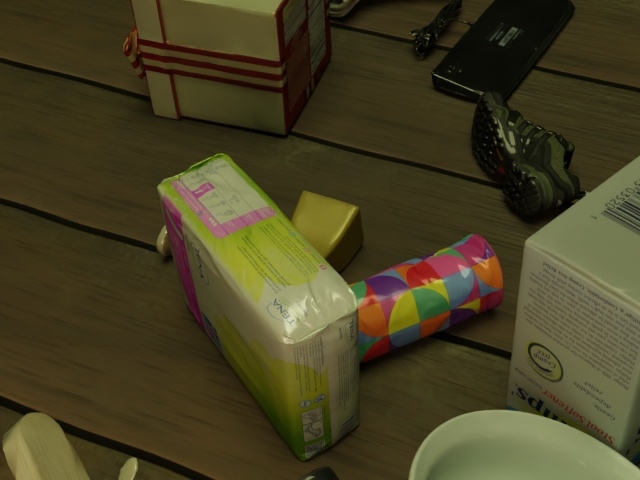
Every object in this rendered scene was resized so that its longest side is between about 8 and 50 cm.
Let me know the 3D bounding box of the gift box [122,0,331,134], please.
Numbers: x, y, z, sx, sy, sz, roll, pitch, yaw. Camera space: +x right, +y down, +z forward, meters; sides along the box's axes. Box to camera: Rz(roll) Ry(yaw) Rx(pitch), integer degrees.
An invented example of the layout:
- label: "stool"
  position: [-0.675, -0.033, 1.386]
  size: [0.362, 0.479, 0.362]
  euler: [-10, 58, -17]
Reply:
- label: "gift box"
  position: [-0.137, -0.347, 1.491]
  size: [0.258, 0.276, 0.255]
  euler: [11, 42, 16]

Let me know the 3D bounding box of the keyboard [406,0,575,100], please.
- label: "keyboard"
  position: [0.269, -0.337, 1.619]
  size: [0.202, 0.033, 0.317]
  euler: [27, 52, 18]

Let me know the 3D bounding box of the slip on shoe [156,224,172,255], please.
- label: "slip on shoe"
  position: [-0.159, -0.020, 1.324]
  size: [0.041, 0.051, 0.135]
  euler: [29, 46, 31]

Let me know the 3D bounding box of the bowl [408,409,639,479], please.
- label: "bowl"
  position: [0.196, 0.305, 0.895]
  size: [0.298, 0.134, 0.298]
  euler: [16, 32, -10]

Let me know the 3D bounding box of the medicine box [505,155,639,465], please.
- label: "medicine box"
  position: [0.342, 0.069, 1.038]
  size: [0.263, 0.289, 0.149]
  euler: [-34, 51, -26]

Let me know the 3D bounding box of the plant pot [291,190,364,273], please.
- label: "plant pot"
  position: [0.000, 0.000, 1.276]
  size: [0.082, 0.081, 0.083]
  euler: [18, 60, 19]

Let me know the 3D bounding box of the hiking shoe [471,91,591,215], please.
- label: "hiking shoe"
  position: [0.291, -0.123, 1.387]
  size: [0.114, 0.086, 0.226]
  euler: [-4, 50, -19]

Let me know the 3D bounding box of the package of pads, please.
- label: "package of pads"
  position: [-0.066, 0.066, 1.109]
  size: [0.101, 0.229, 0.296]
  euler: [-27, 51, -21]

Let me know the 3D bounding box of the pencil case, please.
- label: "pencil case"
  position: [0.102, 0.070, 1.188]
  size: [0.236, 0.104, 0.104]
  euler: [-17, 47, -15]

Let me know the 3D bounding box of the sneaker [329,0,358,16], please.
- label: "sneaker"
  position: [0.091, -0.442, 1.688]
  size: [0.293, 0.108, 0.169]
  euler: [4, 47, 21]

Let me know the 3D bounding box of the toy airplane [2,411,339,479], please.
- label: "toy airplane"
  position: [-0.135, 0.350, 0.810]
  size: [0.384, 0.272, 0.386]
  euler: [29, 31, -13]
